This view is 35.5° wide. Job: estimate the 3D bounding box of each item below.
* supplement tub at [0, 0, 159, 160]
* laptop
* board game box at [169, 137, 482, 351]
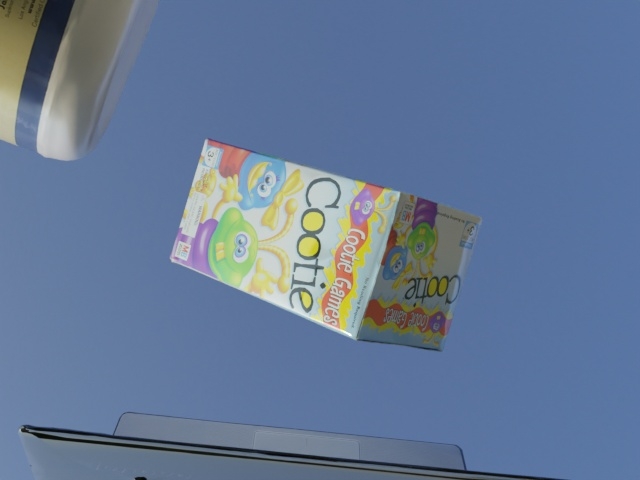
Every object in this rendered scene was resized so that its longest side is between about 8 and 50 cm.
[{"bbox_3d":[-0.269,-0.210,0.678,0.316,0.228,0.228,22,-85,-10],"label":"supplement tub"},{"bbox_3d":[-0.023,0.183,0.892,0.382,0.408,0.236,7,-70,-2],"label":"laptop"},{"bbox_3d":[0.000,0.000,1.025,0.144,0.275,0.142,14,-86,-48],"label":"board game box"}]
